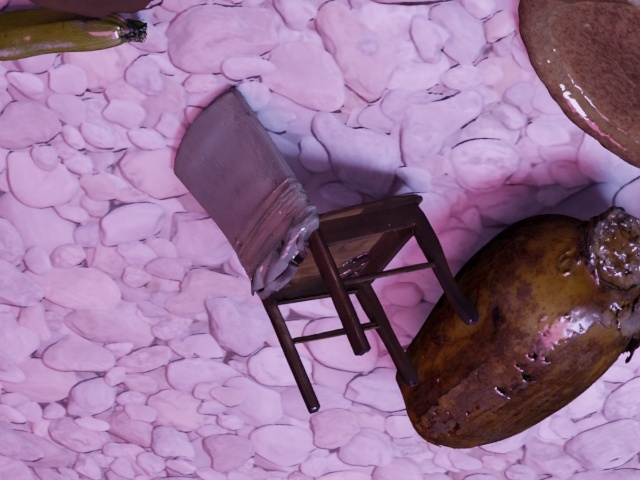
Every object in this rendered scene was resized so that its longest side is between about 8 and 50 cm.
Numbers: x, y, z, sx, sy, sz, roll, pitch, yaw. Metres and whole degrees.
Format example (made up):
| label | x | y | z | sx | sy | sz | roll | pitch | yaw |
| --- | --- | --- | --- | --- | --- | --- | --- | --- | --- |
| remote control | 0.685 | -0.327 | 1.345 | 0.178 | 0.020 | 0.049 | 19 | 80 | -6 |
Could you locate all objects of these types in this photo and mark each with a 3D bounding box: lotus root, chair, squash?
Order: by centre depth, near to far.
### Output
| label | x | y | z | sx | sy | sz | roll | pitch | yaw |
| --- | --- | --- | --- | --- | --- | --- | --- | --- | --- |
| squash | -0.260 | -0.206 | 1.556 | 0.183 | 0.052 | 0.052 | -2 | 135 | 15 |
| chair | 0.000 | 0.000 | 1.643 | 0.186 | 0.319 | 0.160 | -11 | 152 | -36 |
| lotus root | 0.218 | 0.095 | 1.675 | 0.196 | 0.179 | 0.397 | -9 | 154 | -34 |

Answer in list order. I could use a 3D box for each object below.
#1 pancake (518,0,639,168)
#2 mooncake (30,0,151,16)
| label | x | y | z | sx | sy | sz | roll | pitch | yaw |
| --- | --- | --- | --- | --- | --- | --- | --- | --- | --- |
| pancake | 0.309 | -0.139 | 1.432 | 0.286 | 0.033 | 0.288 | 17 | 152 | 46 |
| mooncake | -0.215 | -0.313 | 1.391 | 0.228 | 0.124 | 0.228 | 5 | 141 | 4 |
